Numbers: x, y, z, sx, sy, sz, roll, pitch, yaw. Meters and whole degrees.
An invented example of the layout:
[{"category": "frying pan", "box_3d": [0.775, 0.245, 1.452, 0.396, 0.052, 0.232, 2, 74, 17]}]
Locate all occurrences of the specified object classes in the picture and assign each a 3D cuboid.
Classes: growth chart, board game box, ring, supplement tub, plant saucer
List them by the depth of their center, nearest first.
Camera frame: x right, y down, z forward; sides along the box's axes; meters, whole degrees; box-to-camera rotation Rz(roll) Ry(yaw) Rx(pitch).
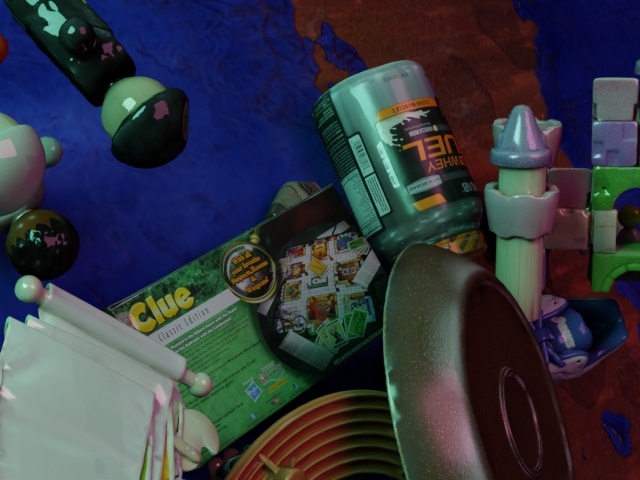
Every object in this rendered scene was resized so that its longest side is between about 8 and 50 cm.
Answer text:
[{"category": "growth chart", "box_3d": [-0.131, 0.131, 0.733, 0.172, 0.021, 0.237, 41, 37, -27]}, {"category": "ring", "box_3d": [0.033, 0.274, 0.937, 0.337, 0.032, 0.336, 3, 86, -45]}, {"category": "plant saucer", "box_3d": [0.137, 0.145, 1.030, 0.310, 0.050, 0.310, 49, 32, -45]}, {"category": "board game box", "box_3d": [-0.045, 0.061, 1.049, 0.260, 0.030, 0.136, -30, 93, -42]}, {"category": "supplement tub", "box_3d": [0.077, -0.061, 1.240, 0.117, 0.117, 0.190, -11, 76, -52]}]

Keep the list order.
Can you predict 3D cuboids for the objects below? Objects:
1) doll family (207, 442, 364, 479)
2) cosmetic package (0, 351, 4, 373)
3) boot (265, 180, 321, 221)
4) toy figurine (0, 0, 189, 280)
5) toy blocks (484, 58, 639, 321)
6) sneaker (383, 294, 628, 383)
[{"category": "doll family", "box_3d": [0.012, 0.162, 1.018, 0.193, 0.111, 0.076, -17, 80, -53]}, {"category": "cosmetic package", "box_3d": [-0.171, 0.233, 0.739, 0.296, 0.129, 0.153, 56, 34, -7]}, {"category": "boot", "box_3d": [0.000, 0.000, 1.172, 0.118, 0.042, 0.087, 59, 34, -2]}, {"category": "toy figurine", "box_3d": [-0.207, -0.047, 0.814, 0.148, 0.209, 0.213, 47, 32, 10]}, {"category": "toy blocks", "box_3d": [0.298, -0.082, 1.248, 0.309, 0.289, 0.260, -54, 144, -73]}, {"category": "sneaker", "box_3d": [0.179, 0.095, 1.246, 0.296, 0.131, 0.111, -12, 78, -51]}]
